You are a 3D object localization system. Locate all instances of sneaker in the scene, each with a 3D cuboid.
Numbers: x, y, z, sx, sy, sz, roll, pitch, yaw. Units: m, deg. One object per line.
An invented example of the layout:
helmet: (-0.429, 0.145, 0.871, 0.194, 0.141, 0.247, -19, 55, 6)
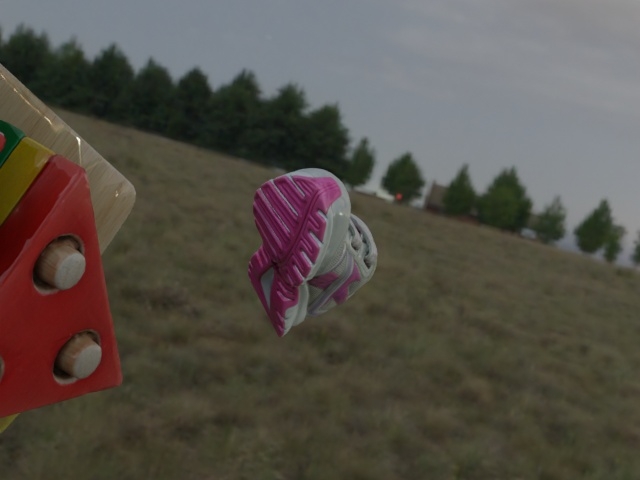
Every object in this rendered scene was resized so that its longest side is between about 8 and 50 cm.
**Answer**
sneaker: (0.000, 0.000, 1.072, 0.111, 0.103, 0.252, -22, -19, -19)

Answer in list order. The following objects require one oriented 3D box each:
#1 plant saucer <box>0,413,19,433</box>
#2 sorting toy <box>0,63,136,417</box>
plant saucer: (-0.334, 0.124, 0.629, 0.081, 0.333, 0.333, 51, 18, 17)
sorting toy: (-0.171, 0.046, 0.345, 0.089, 0.257, 0.255, 29, -10, 27)
